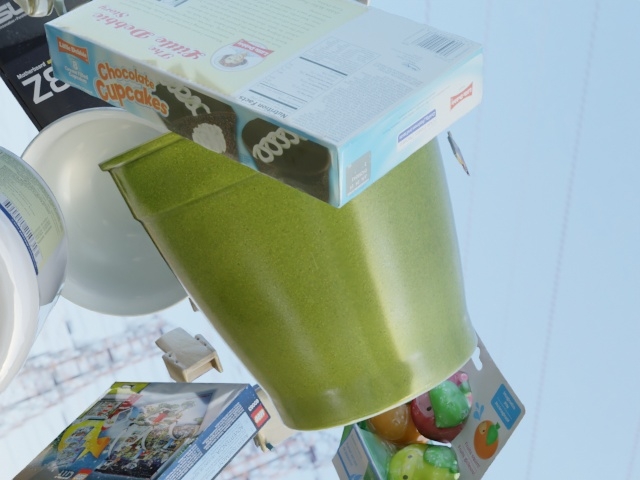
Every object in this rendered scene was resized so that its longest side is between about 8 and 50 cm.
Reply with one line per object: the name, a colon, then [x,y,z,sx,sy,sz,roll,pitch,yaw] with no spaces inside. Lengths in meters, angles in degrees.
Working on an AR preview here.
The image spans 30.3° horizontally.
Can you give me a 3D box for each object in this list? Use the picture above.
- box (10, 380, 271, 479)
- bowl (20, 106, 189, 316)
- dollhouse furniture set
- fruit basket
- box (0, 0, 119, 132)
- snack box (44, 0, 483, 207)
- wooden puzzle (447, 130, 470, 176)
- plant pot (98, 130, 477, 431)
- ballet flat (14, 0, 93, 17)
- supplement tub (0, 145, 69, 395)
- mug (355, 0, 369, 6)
box: [-0.177,0.201,1.125,0.233,0.159,0.044,-7,-59,48]
bowl: [-0.266,-0.055,1.631,0.134,0.297,0.298,-76,160,-68]
dollhouse furniture set: [-0.134,0.237,2.123,0.198,0.286,0.303,30,-36,50]
fruit basket: [0.155,0.289,1.840,0.353,0.165,0.327,-66,-151,27]
box: [-0.280,-0.303,1.779,0.318,0.395,0.097,61,10,-27]
snack box: [-0.051,-0.147,0.974,0.322,0.187,0.060,26,-44,32]
wooden puzzle: [0.216,-0.140,1.868,0.049,0.006,0.083,48,20,-47]
plant pot: [-0.002,0.004,1.292,0.366,0.366,0.353,-9,-74,62]
ballet flat: [-0.334,-0.317,1.452,0.247,0.083,0.087,7,-85,38]
supplement tub: [-0.363,0.025,1.103,0.325,0.235,0.235,-116,-168,-78]
mug: [-0.026,-0.415,1.915,0.169,0.150,0.113,38,-74,44]
